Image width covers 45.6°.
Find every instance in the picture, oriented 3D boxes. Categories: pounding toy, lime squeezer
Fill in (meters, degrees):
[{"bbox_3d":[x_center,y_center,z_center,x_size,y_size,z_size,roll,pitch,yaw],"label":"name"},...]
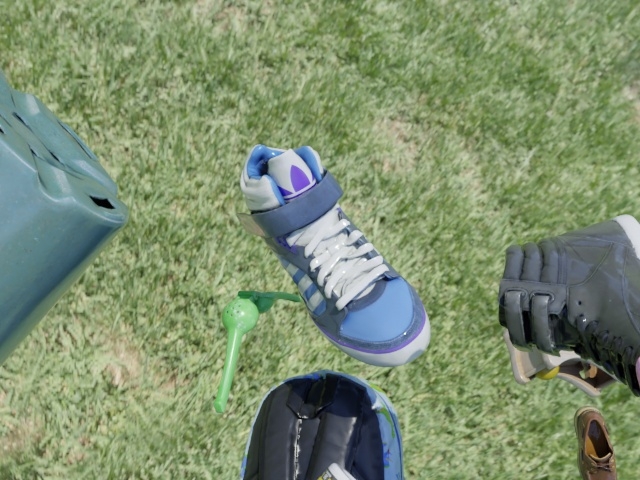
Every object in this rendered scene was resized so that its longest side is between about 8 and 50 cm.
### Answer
[{"bbox_3d":[0.406,0.200,1.285,0.269,0.155,0.154,-5,61,-40],"label":"pounding toy"},{"bbox_3d":[-0.095,0.121,1.164,0.110,0.058,0.310,62,29,-15],"label":"lime squeezer"}]

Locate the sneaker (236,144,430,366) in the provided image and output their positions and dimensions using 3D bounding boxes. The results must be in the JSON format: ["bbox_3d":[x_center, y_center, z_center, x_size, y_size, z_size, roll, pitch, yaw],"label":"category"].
[{"bbox_3d":[0.000,0.000,0.976,0.130,0.236,0.323,-35,44,-9],"label":"sneaker"}]

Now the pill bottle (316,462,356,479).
[{"bbox_3d":[-0.002,0.295,0.788,0.065,0.065,0.116,42,83,6],"label":"pill bottle"}]

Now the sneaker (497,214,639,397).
[{"bbox_3d":[0.233,0.086,0.637,0.146,0.105,0.296,-13,30,8],"label":"sneaker"}]

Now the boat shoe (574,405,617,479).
[{"bbox_3d":[0.496,0.390,1.365,0.064,0.060,0.178,-11,91,7],"label":"boat shoe"}]

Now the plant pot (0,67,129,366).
[{"bbox_3d":[-0.391,0.003,0.732,0.334,0.341,0.341,-43,81,2],"label":"plant pot"}]

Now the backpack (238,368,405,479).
[{"bbox_3d":[0.006,0.377,1.164,0.290,0.273,0.356,-6,84,24],"label":"backpack"}]
